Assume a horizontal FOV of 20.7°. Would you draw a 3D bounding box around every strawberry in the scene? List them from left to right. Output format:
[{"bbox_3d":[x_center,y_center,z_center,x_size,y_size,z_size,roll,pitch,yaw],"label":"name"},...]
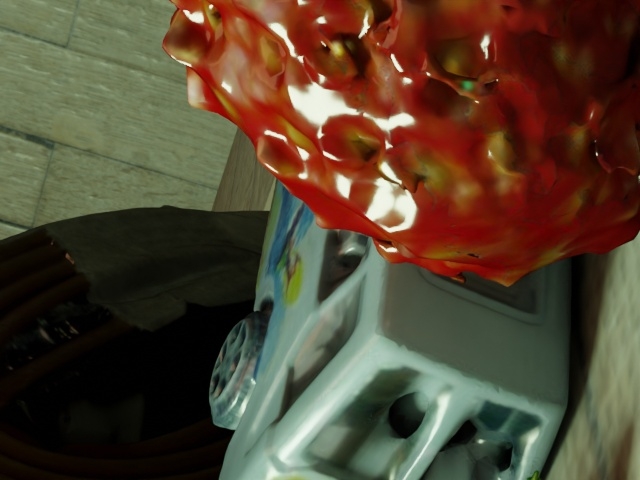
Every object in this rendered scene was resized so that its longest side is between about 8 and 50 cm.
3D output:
[{"bbox_3d":[0.053,-0.082,0.526,0.234,0.234,0.178,117,140,-58],"label":"strawberry"}]

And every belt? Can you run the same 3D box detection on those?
[{"bbox_3d":[-0.082,0.090,0.807,0.339,0.217,0.122,-33,-34,-58],"label":"belt"}]

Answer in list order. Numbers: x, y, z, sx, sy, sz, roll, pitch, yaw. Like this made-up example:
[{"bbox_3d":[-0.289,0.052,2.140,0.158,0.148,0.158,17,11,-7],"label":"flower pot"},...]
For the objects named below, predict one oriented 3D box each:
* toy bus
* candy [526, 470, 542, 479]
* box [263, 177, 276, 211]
[{"bbox_3d":[0.040,-0.019,0.696,0.136,0.109,0.329,-52,21,43],"label":"toy bus"},{"bbox_3d":[0.046,0.165,0.491,0.102,0.032,0.178,115,169,-51],"label":"candy"},{"bbox_3d":[0.000,0.000,1.113,0.214,0.069,0.353,-83,10,-52],"label":"box"}]
